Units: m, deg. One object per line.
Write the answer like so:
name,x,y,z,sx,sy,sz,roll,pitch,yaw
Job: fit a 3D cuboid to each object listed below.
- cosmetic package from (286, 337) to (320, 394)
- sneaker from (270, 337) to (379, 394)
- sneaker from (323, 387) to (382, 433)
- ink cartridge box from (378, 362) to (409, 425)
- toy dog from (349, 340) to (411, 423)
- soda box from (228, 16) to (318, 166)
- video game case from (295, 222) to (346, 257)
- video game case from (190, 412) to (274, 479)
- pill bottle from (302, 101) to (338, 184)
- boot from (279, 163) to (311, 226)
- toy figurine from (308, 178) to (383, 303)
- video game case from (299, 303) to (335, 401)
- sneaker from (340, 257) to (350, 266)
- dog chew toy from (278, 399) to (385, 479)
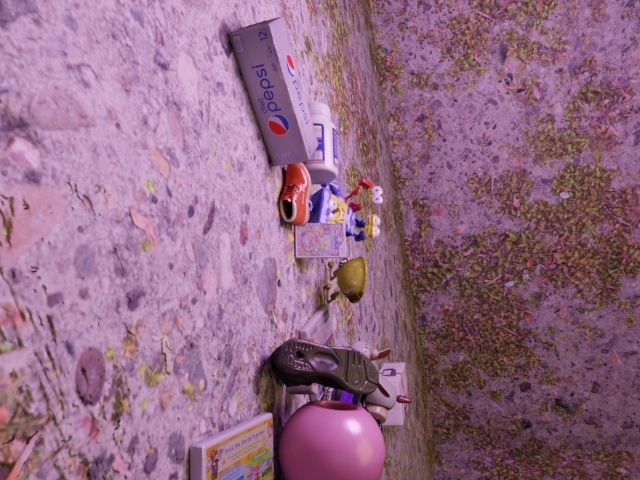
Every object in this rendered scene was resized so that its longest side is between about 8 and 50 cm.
cosmetic package,-0.036,0.274,0.979,0.041,0.061,0.114,58,30,-56
sneaker,0.002,0.260,0.914,0.130,0.228,0.087,-37,-141,57
sneaker,0.073,0.470,1.072,0.102,0.146,0.292,62,33,-62
ink cartridge box,0.285,0.606,1.786,0.237,0.100,0.171,-12,95,-72
toy dog,0.203,0.470,1.480,0.333,0.161,0.219,59,30,-52
soda box,-0.091,-0.309,0.957,0.098,0.091,0.286,-69,147,-53
video game case,0.000,0.000,1.092,0.011,0.122,0.087,113,-24,-74
video game case,-0.130,0.400,0.705,0.227,0.026,0.206,25,61,-68
pill bottle,-0.014,-0.246,1.138,0.112,0.112,0.186,36,50,-66
boot,-0.062,-0.113,1.040,0.085,0.059,0.157,4,81,-67
toy figurine,0.014,-0.028,1.199,0.217,0.191,0.361,25,63,-34
video game case,0.000,0.279,1.150,0.201,0.023,0.183,-35,117,-71
sneaker,0.092,0.074,1.473,0.109,0.040,0.043,-24,105,-72
dog chew toy,0.014,0.486,0.857,0.207,0.207,0.331,31,62,-68
